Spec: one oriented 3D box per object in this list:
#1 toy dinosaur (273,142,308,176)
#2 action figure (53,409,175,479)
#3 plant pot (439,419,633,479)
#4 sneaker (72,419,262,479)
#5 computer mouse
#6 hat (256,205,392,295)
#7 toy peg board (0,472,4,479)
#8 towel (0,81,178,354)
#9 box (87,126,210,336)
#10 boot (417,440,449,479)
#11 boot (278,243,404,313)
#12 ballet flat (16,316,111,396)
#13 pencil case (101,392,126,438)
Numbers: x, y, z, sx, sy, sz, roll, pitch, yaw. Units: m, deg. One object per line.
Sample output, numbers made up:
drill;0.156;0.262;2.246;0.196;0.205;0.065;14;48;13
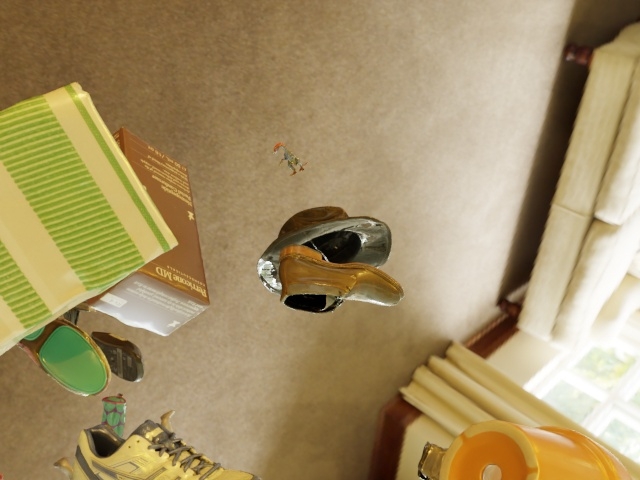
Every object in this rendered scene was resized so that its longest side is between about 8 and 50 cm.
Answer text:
toy dinosaur;-0.072;-0.185;1.614;0.082;0.047;0.090;63;19;-18
action figure;-0.304;0.460;1.087;0.341;0.330;0.178;-17;156;-24
plant pot;0.247;0.308;0.869;0.188;0.205;0.205;36;85;-37
sneaker;-0.213;0.312;0.978;0.112;0.297;0.130;-4;91;-72
computer mouse;-0.526;0.237;1.793;0.060;0.262;0.184;-32;127;-54
hat;0.000;0.000;1.736;0.331;0.134;0.331;-10;144;-8
toy peg board;-0.578;0.385;1.219;0.079;0.161;0.160;-37;144;-22
towel;-0.366;-0.011;0.847;0.325;0.038;0.247;-32;105;-14
box;-0.351;-0.022;1.431;0.143;0.381;0.191;-33;141;22
boot;0.293;0.598;1.501;0.118;0.223;0.338;86;9;-71
boot;0.031;0.089;1.169;0.106;0.219;0.082;-83;-166;-49
ballet flat;-0.388;0.138;1.020;0.077;0.221;0.079;-55;-172;-19
pencil case;-0.562;0.493;1.952;0.064;0.070;0.151;-9;111;-62
